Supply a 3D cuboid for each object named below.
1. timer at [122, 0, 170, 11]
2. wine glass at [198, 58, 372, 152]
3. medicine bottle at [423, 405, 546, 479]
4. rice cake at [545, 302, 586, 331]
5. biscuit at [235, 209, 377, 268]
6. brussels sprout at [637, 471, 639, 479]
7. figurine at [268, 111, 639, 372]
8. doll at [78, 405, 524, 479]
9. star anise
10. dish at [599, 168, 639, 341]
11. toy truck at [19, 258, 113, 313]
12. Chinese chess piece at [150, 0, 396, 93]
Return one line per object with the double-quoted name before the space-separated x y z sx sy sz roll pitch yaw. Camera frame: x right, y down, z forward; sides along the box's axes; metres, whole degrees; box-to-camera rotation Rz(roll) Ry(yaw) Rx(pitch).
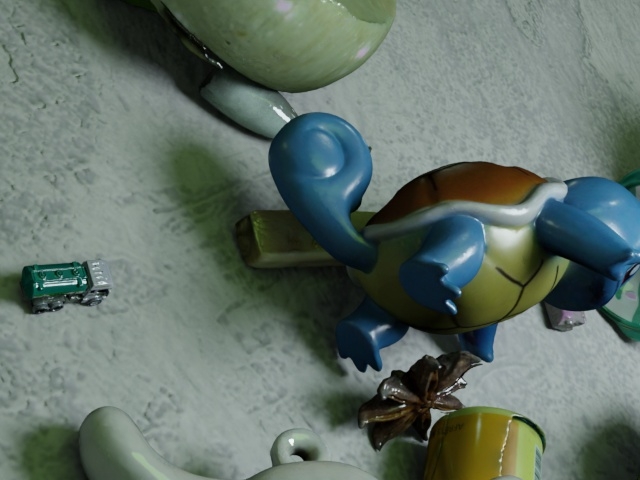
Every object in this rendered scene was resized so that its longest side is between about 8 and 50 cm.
"timer" -0.210 -0.327 1.216 0.128 0.047 0.140 13 53 -31
"wine glass" -0.040 -0.133 1.195 0.198 0.066 0.066 33 46 -14
"medicine bottle" 0.145 0.281 1.002 0.124 0.124 0.239 30 47 -16
"rice cake" 0.288 0.019 1.355 0.047 0.036 0.206 19 49 -38
"biscuit" 0.000 0.000 1.140 0.188 0.052 0.056 1 71 -34
"brussels sprout" 0.550 0.309 1.090 0.342 0.425 0.361 13 74 -45
"figurine" 0.140 0.019 1.082 0.416 0.298 0.243 13 53 -15
"doll" -0.013 0.296 0.802 0.376 0.187 0.365 -2 48 5
"star anise" 0.094 0.153 1.059 0.141 0.141 0.042 -1 42 -37
"dish" 0.449 0.018 1.378 0.078 0.246 0.224 -3 94 -69
"toy truck" -0.224 0.037 0.949 0.083 0.044 0.039 -4 66 -39
"Chinese chess piece" -0.071 -0.325 1.188 0.349 0.146 0.349 38 31 -27
